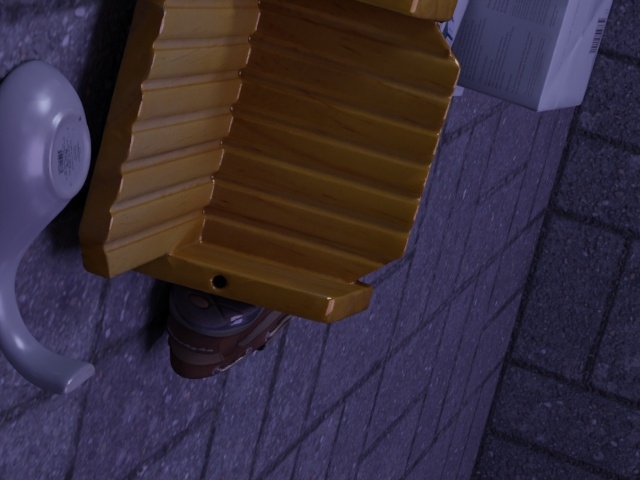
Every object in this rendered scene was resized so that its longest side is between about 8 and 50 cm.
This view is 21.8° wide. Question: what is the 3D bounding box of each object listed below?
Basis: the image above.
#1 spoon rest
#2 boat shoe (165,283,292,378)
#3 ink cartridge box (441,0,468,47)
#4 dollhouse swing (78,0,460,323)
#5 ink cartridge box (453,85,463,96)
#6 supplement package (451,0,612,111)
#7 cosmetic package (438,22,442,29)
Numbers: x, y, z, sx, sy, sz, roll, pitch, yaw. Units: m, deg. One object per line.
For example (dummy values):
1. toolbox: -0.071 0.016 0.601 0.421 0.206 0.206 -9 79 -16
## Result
1. spoon rest: -0.240 -0.012 1.373 0.137 0.084 0.276 -38 130 -64
2. boat shoe: -0.084 0.062 1.887 0.324 0.123 0.116 -30 144 -57
3. ink cartridge box: 0.086 -0.255 2.016 0.082 0.139 0.191 44 66 -70
4. dollhouse swing: -0.034 -0.095 1.580 0.305 0.315 0.347 -94 -160 -79
5. ink cartridge box: 0.148 -0.301 2.369 0.232 0.066 0.189 -5 115 -50
6. supplement package: 0.218 -0.302 2.145 0.198 0.262 0.199 -16 123 -64
7. cosmetic package: 0.053 -0.282 1.855 0.183 0.151 0.151 9 99 -73
